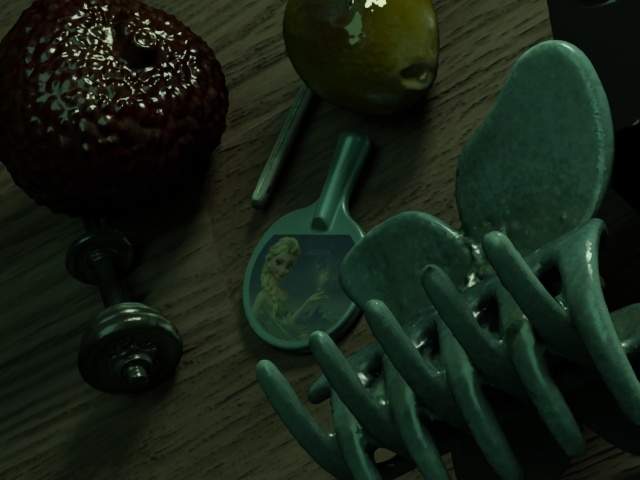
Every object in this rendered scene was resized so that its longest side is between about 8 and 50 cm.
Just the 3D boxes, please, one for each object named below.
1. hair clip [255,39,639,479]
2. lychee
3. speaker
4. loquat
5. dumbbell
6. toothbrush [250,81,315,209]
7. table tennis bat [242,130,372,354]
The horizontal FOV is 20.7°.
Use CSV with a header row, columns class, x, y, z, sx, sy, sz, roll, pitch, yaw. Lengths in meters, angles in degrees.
class,x,y,z,sx,sy,sz,roll,pitch,yaw
hair clip,0.143,0.085,1.420,0.318,0.238,0.392,-30,90,31
lychee,-0.230,-0.140,1.862,0.260,0.260,0.261,-14,61,27
speaker,0.349,-0.179,1.532,0.254,0.184,0.232,-19,58,27
loquat,0.047,-0.203,1.769,0.152,0.152,0.195,-49,44,4
dumbbell,-0.220,0.056,1.849,0.110,0.110,0.254,-36,48,14
toothbrush,0.004,-0.225,1.870,0.040,0.042,0.418,22,78,7
table tennis bat,0.000,0.000,1.771,0.149,0.038,0.237,14,79,38
